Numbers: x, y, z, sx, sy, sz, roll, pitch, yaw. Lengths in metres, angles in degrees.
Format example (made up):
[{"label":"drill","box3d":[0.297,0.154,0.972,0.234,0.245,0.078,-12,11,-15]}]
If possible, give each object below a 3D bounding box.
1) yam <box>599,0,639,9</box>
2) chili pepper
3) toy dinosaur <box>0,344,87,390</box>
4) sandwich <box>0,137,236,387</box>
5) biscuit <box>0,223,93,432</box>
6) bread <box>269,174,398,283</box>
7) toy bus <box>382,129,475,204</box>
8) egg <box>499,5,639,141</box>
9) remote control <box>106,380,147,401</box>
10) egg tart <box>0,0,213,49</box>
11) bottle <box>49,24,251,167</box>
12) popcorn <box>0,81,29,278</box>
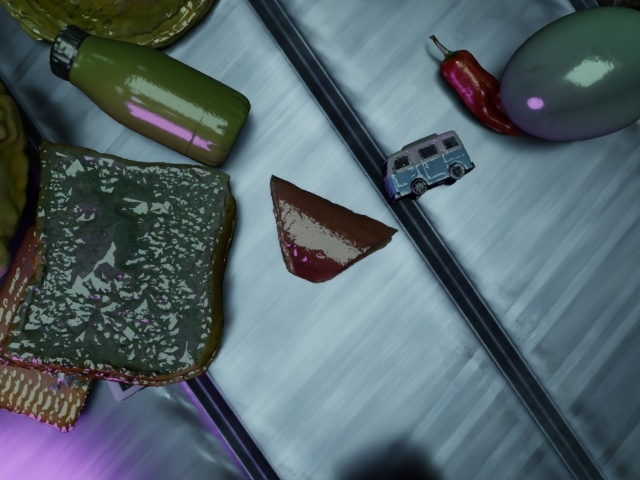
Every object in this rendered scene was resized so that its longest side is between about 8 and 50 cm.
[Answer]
[{"label":"yam","box3d":[0.469,-0.365,1.031,0.141,0.079,0.079,-7,90,1]},{"label":"chili pepper","box3d":[0.218,-0.215,1.038,0.191,0.050,0.059,45,72,-8]},{"label":"toy dinosaur","box3d":[-0.342,0.146,0.997,0.220,0.032,0.108,-8,83,-10]},{"label":"sandwich","box3d":[-0.254,0.035,0.969,0.271,0.099,0.301,6,75,-5]},{"label":"biscuit","box3d":[-0.373,0.122,1.028,0.172,0.029,0.255,23,87,2]},{"label":"bread","box3d":[0.000,0.000,1.023,0.192,0.067,0.119,22,89,-1]},{"label":"toy bus","box3d":[0.143,-0.103,1.031,0.122,0.060,0.075,-22,86,-3]},{"label":"egg","box3d":[0.352,-0.219,0.982,0.230,0.168,0.168,-19,90,-1]},{"label":"remote control","box3d":[-0.223,0.159,1.034,0.166,0.029,0.065,-32,75,2]},{"label":"egg tart","box3d":[-0.301,-0.414,0.988,0.345,0.132,0.346,0,91,0]},{"label":"bottle","box3d":[-0.228,-0.197,0.981,0.260,0.112,0.112,26,89,-9]},{"label":"popcorn","box3d":[-0.534,-0.074,0.891,0.390,0.354,0.344,-14,117,39]}]
